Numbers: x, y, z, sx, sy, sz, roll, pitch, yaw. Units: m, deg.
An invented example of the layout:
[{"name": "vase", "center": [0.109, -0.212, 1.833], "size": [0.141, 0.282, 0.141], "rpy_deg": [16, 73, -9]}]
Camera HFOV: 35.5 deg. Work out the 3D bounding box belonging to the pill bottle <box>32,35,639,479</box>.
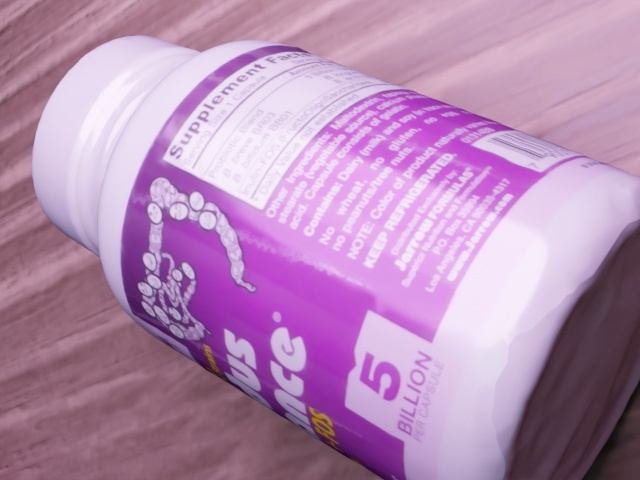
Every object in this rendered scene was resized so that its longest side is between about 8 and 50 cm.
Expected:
[{"name": "pill bottle", "center": [0.000, 0.000, 0.491], "size": [0.301, 0.169, 0.169], "rpy_deg": [26, 102, 32]}]
